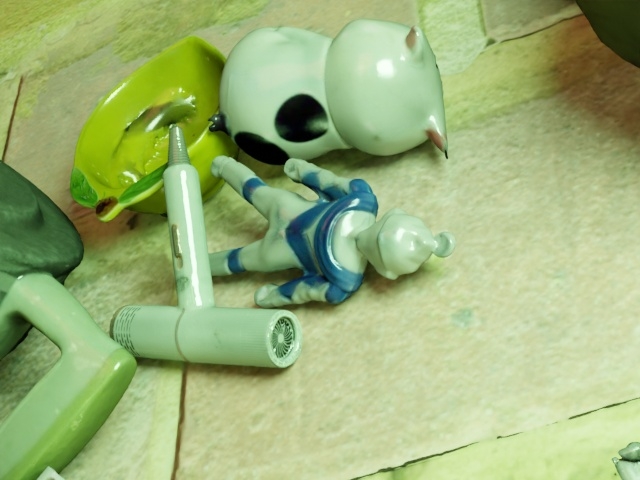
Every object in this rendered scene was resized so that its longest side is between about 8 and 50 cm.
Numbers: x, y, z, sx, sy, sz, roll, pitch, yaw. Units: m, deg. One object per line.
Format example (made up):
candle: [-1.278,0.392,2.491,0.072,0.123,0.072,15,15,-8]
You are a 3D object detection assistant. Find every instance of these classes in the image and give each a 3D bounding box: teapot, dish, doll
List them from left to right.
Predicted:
teapot: [-0.304,0.056,0.895,0.239,0.322,0.239,-57,5,10]
dish: [-0.123,-0.076,0.961,0.149,0.080,0.207,-4,50,33]
doll: [0.000,0.000,0.827,0.227,0.057,0.114,10,81,42]
doll: [0.011,-0.113,0.879,0.181,0.110,0.107,-5,30,25]

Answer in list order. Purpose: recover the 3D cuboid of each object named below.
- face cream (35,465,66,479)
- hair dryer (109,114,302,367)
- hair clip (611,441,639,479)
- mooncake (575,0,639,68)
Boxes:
face cream: [-0.239,0.251,0.755,0.075,0.075,0.229,21,67,44]
hair dryer: [-0.084,-0.002,0.835,0.155,0.044,0.183,1,88,34]
hair clip: [0.236,0.096,0.584,0.172,0.049,0.116,-29,47,6]
mooncake: [0.270,-0.222,0.670,0.284,0.284,0.155,-45,36,-8]
